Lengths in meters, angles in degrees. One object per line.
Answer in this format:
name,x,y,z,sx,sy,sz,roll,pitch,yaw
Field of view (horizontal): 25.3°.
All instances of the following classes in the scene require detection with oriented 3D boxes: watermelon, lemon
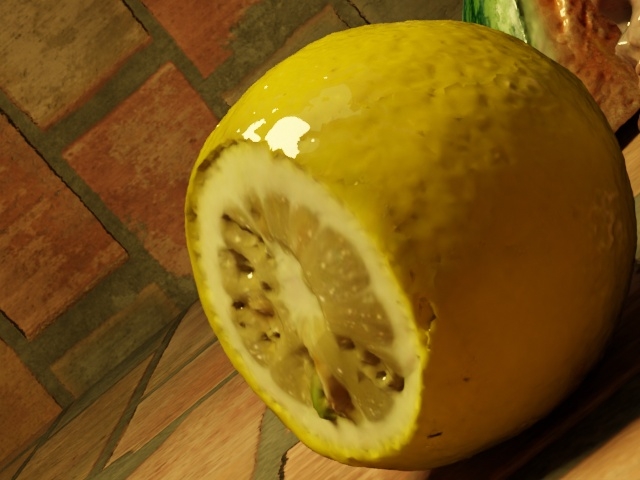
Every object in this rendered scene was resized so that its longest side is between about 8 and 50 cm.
watermelon,0.218,-0.213,1.347,0.319,0.222,0.292,-46,8,-18
lemon,0.062,-0.008,0.777,0.219,0.240,0.240,-30,-1,-34

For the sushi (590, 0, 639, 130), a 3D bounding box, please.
sushi,0.236,-0.144,0.709,0.170,0.236,0.270,-9,29,27
